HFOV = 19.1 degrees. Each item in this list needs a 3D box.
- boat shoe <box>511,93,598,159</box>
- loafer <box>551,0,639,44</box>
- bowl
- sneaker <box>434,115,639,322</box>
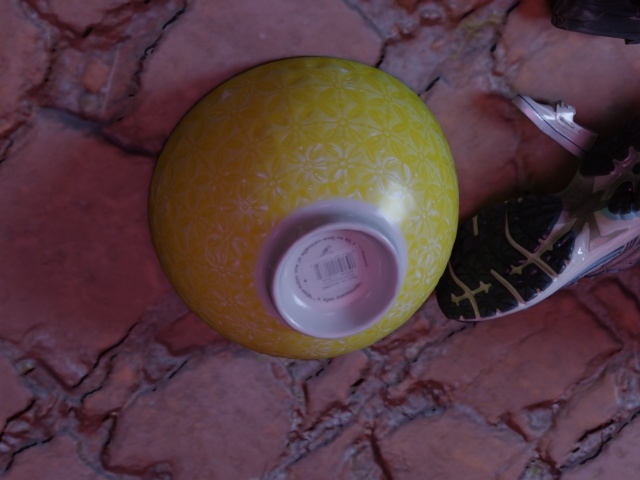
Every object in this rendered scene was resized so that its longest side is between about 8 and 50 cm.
[{"bbox_3d":[0.216,-0.112,1.732,0.100,0.035,0.035,33,100,-30],"label":"boat shoe"},{"bbox_3d":[0.285,-0.203,1.691,0.170,0.062,0.061,14,136,-16],"label":"loafer"},{"bbox_3d":[0.000,0.000,1.672,0.289,0.156,0.289,-6,119,-11],"label":"bowl"},{"bbox_3d":[0.241,0.006,1.760,0.283,0.110,0.122,-31,145,17],"label":"sneaker"}]
